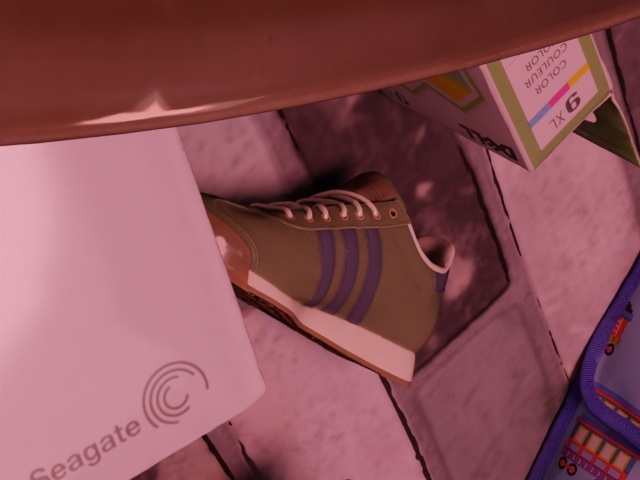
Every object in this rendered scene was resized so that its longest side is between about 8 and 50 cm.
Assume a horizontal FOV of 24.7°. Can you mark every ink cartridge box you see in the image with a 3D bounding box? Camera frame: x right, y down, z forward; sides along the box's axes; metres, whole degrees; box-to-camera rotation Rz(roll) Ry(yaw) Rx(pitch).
[{"bbox_3d":[0.063,-0.100,0.665,0.062,0.109,0.209,-45,135,-11],"label":"ink cartridge box"}]

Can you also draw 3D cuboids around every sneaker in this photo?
[{"bbox_3d":[0.000,0.000,0.704,0.192,0.064,0.086,34,82,-46],"label":"sneaker"}]

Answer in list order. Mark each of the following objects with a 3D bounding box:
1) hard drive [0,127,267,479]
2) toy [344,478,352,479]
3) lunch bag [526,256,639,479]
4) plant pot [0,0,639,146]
[{"bbox_3d":[-0.168,-0.049,0.476,0.233,0.047,0.353,-29,115,-26],"label":"hard drive"},{"bbox_3d":[-0.075,0.217,0.758,0.237,0.056,0.137,-35,135,-15],"label":"toy"},{"bbox_3d":[0.264,0.131,0.884,0.138,0.221,0.293,6,109,-42],"label":"lunch bag"},{"bbox_3d":[-0.027,-0.191,0.361,0.323,0.323,0.280,-8,85,-38],"label":"plant pot"}]
